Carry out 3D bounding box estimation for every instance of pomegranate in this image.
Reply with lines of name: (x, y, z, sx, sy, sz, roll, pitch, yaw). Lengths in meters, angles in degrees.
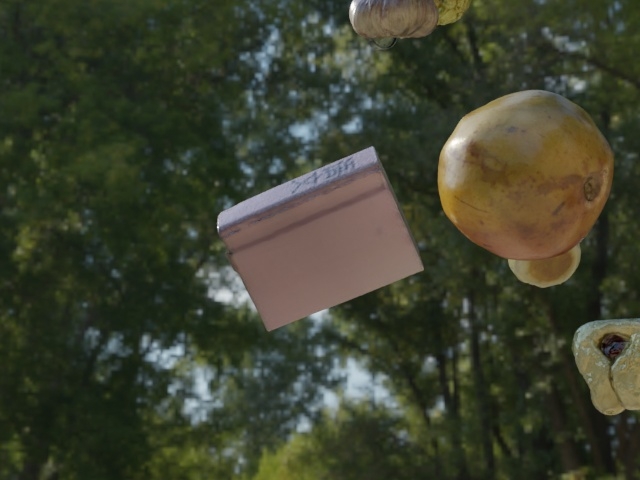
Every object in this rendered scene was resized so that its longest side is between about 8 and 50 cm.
pomegranate: (0.301, -0.102, 1.647, 0.264, 0.264, 0.264, 0, -16, 0)

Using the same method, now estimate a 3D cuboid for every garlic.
garlic: (0.132, -0.414, 1.977, 0.159, 0.102, 0.147, -2, 7, -5)

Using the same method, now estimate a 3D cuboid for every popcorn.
popcorn: (0.238, -0.510, 2.146, 0.142, 0.173, 0.173, 5, -10, 35)

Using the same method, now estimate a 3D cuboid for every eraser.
eraser: (0.000, 0.000, 2.280, 0.359, 0.122, 0.272, -23, -64, 7)

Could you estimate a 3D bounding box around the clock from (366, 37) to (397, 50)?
clock: (0.119, -0.416, 2.164, 0.085, 0.085, 0.017, 14, -12, -40)

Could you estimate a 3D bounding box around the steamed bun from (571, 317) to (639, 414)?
steamed bun: (0.535, 0.233, 1.960, 0.172, 0.155, 0.141, -13, -33, 31)

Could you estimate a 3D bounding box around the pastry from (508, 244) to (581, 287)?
pastry: (0.488, 0.028, 2.400, 0.156, 0.092, 0.156, -7, -54, -9)
